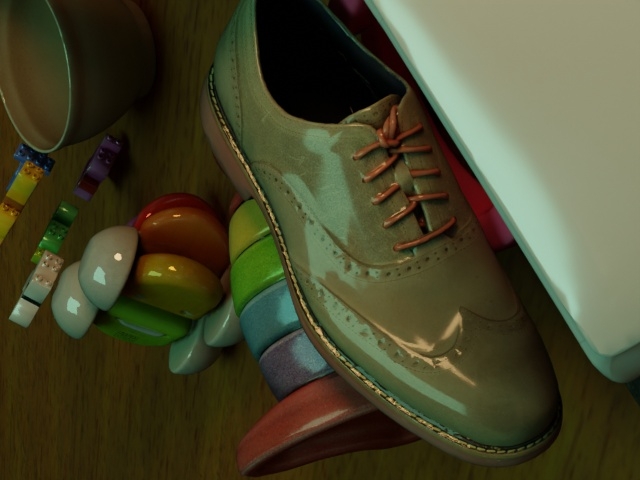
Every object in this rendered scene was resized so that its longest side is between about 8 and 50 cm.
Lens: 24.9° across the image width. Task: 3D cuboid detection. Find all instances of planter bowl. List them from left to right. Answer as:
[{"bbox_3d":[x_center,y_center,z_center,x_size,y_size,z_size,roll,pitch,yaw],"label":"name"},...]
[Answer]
[{"bbox_3d":[-0.220,-0.170,1.334,0.162,0.109,0.162,28,125,49],"label":"planter bowl"}]

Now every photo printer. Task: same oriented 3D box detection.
[{"bbox_3d":[0.191,-0.121,0.631,0.307,0.107,0.256,-33,80,14],"label":"photo printer"}]

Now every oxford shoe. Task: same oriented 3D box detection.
[{"bbox_3d":[0.033,-0.017,0.894,0.348,0.123,0.130,52,154,20],"label":"oxford shoe"}]

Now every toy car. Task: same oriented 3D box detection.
[{"bbox_3d":[-0.141,0.028,1.289,0.182,0.159,0.136,-40,34,54],"label":"toy car"}]

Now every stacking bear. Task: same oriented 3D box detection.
[{"bbox_3d":[0.000,0.000,1.047,0.164,0.175,0.289,-45,58,55],"label":"stacking bear"}]

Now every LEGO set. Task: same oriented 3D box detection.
[{"bbox_3d":[-0.256,-0.041,1.350,0.093,0.087,0.227,-50,17,41],"label":"LEGO set"}]

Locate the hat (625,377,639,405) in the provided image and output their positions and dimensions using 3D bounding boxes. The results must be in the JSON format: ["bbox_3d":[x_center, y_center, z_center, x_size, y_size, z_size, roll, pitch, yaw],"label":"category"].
[{"bbox_3d":[0.243,0.066,0.729,0.331,0.134,0.331,28,126,48],"label":"hat"}]

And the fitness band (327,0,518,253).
[{"bbox_3d":[0.086,-0.102,0.885,0.209,0.054,0.291,60,163,11],"label":"fitness band"}]
